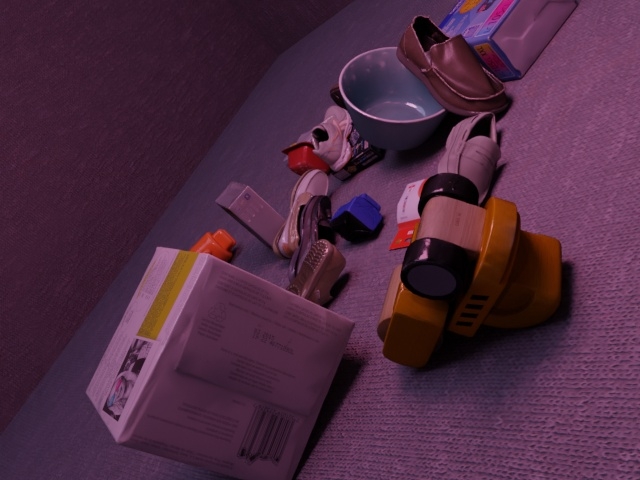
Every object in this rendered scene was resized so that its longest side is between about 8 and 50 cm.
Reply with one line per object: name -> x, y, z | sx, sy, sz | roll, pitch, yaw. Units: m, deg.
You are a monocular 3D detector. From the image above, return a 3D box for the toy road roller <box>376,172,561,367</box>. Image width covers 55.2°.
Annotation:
toy road roller -> 0.243, 0.073, 1.005 | 0.329, 0.241, 0.202 | 102, -172, -50

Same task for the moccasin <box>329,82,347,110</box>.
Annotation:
moccasin -> 0.180, -0.541, 2.088 | 0.380, 0.139, 0.147 | -12, 41, 53

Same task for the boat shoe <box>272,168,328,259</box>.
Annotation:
boat shoe -> -0.033, -0.081, 1.781 | 0.103, 0.113, 0.302 | -12, 52, 52

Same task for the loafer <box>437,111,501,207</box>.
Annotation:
loafer -> 0.323, -0.174, 1.301 | 0.111, 0.112, 0.319 | -40, 22, 38

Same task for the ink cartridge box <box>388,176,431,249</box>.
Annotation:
ink cartridge box -> 0.224, -0.068, 1.389 | 0.145, 0.045, 0.179 | -14, 38, 53

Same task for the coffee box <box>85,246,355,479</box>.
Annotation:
coffee box -> -0.204, 0.234, 1.203 | 0.334, 0.338, 0.338 | 3, 67, 60

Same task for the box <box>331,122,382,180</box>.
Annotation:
box -> 0.115, -0.312, 1.878 | 0.175, 0.051, 0.220 | -30, 42, 42

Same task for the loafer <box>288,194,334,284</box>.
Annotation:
loafer -> 0.000, 0.000, 1.614 | 0.095, 0.109, 0.302 | -13, 47, 33

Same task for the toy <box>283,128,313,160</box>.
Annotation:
toy -> -0.055, -0.351, 2.300 | 0.137, 0.056, 0.237 | -56, 20, -11

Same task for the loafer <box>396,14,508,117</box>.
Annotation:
loafer -> 0.314, -0.433, 1.507 | 0.134, 0.130, 0.366 | -30, 57, -20

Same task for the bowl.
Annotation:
bowl -> 0.204, -0.359, 1.637 | 0.311, 0.163, 0.311 | -1, 52, 1

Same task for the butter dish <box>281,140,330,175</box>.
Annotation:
butter dish -> -0.037, -0.246, 2.022 | 0.160, 0.160, 0.118 | -11, 65, 55

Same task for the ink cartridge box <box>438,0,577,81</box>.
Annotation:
ink cartridge box -> 0.441, -0.559, 1.665 | 0.270, 0.151, 0.395 | -52, 22, -10

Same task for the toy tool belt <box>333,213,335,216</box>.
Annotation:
toy tool belt -> 0.071, -0.054, 1.635 | 0.083, 0.052, 0.051 | -29, 60, 42

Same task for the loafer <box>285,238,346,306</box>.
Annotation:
loafer -> -0.023, 0.128, 1.452 | 0.268, 0.092, 0.102 | -58, 29, 15

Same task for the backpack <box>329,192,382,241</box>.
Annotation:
backpack -> 0.090, -0.054, 1.536 | 0.101, 0.098, 0.120 | -52, 9, -33

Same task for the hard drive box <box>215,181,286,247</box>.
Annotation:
hard drive box -> -0.188, -0.066, 1.854 | 0.089, 0.232, 0.181 | -51, 23, -7

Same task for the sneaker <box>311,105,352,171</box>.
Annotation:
sneaker -> 0.027, -0.335, 1.858 | 0.099, 0.121, 0.262 | -39, 37, 33

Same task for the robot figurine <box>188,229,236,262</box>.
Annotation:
robot figurine -> -0.396, 0.060, 2.149 | 0.219, 0.128, 0.158 | -45, 34, 3
